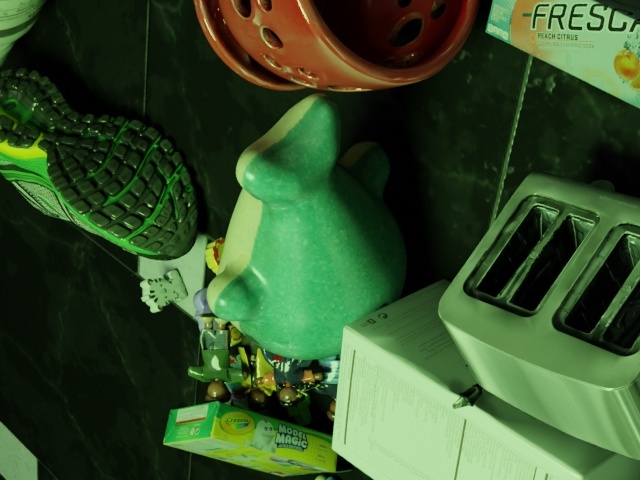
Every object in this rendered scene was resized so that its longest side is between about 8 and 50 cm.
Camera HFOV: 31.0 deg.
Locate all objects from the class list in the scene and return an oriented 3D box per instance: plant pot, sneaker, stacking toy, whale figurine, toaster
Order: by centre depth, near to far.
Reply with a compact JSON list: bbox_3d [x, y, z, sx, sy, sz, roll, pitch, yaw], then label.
[{"bbox_3d":[0.190,0.052,0.810,0.168,0.185,0.110,22,158,42],"label":"toaster"},{"bbox_3d":[0.002,-0.209,0.907,0.174,0.191,0.191,1,108,51],"label":"plant pot"},{"bbox_3d":[0.000,0.000,0.985,0.141,0.216,0.272,37,155,22],"label":"whale figurine"},{"bbox_3d":[-0.109,0.116,1.291,0.167,0.052,0.221,-21,91,51],"label":"stacking toy"},{"bbox_3d":[-0.264,-0.075,1.345,0.343,0.134,0.146,34,155,29],"label":"sneaker"}]

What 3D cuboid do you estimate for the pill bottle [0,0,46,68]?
[{"bbox_3d":[-0.381,-0.342,1.266,0.204,0.204,0.361,57,139,13],"label":"pill bottle"}]

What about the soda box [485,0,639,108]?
[{"bbox_3d":[0.206,-0.143,0.804,0.183,0.063,0.058,34,130,34],"label":"soda box"}]

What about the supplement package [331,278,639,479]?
[{"bbox_3d":[0.144,0.158,0.958,0.244,0.134,0.139,30,128,37],"label":"supplement package"}]

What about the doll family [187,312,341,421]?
[{"bbox_3d":[-0.039,0.130,1.169,0.193,0.076,0.111,2,98,29],"label":"doll family"}]

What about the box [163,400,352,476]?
[{"bbox_3d":[-0.062,0.214,1.219,0.105,0.179,0.043,-19,54,52],"label":"box"}]

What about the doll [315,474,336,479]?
[{"bbox_3d":[0.011,0.320,1.254,0.189,0.046,0.129,-28,80,44],"label":"doll"}]
